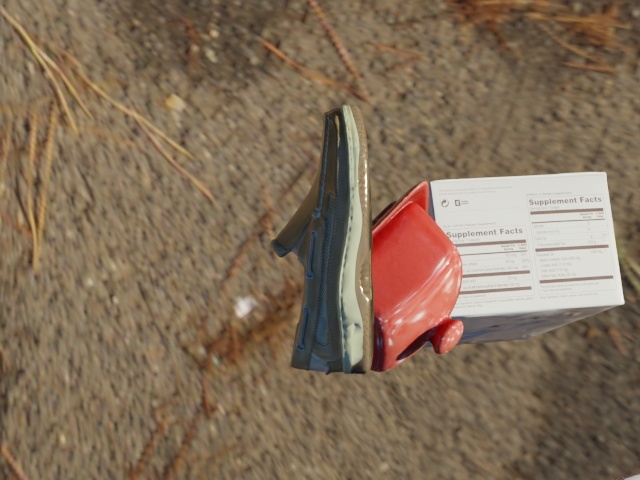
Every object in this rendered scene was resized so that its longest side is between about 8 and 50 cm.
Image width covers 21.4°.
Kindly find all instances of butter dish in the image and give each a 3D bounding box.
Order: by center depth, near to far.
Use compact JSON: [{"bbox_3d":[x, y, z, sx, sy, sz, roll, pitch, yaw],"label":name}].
[{"bbox_3d":[0.074,0.055,1.498,0.118,0.160,0.160,37,67,19],"label":"butter dish"}]

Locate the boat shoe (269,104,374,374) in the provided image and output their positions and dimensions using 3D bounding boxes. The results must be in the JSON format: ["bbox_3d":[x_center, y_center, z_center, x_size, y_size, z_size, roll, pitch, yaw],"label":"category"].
[{"bbox_3d":[0.000,0.000,1.187,0.072,0.068,0.190,0,90,5],"label":"boat shoe"}]

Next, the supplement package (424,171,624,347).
[{"bbox_3d":[0.176,0.027,1.850,0.204,0.262,0.145,-4,80,-17],"label":"supplement package"}]

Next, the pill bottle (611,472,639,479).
[{"bbox_3d":[0.315,0.400,1.459,0.210,0.363,0.210,-14,147,-9],"label":"pill bottle"}]
